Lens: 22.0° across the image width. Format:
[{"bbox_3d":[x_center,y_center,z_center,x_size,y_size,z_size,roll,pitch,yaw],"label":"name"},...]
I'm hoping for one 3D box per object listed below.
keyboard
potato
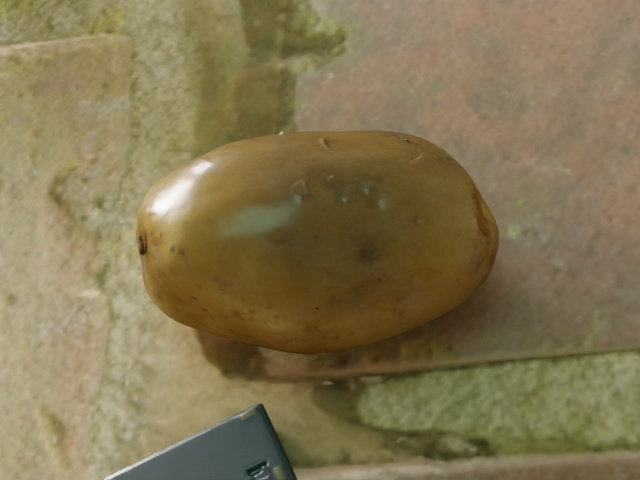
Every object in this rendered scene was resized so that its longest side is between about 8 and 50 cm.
[{"bbox_3d":[-0.097,0.137,0.791,0.176,0.014,0.055,-26,51,-3],"label":"keyboard"},{"bbox_3d":[0.000,0.000,0.805,0.178,0.118,0.109,-7,87,-5],"label":"potato"}]
